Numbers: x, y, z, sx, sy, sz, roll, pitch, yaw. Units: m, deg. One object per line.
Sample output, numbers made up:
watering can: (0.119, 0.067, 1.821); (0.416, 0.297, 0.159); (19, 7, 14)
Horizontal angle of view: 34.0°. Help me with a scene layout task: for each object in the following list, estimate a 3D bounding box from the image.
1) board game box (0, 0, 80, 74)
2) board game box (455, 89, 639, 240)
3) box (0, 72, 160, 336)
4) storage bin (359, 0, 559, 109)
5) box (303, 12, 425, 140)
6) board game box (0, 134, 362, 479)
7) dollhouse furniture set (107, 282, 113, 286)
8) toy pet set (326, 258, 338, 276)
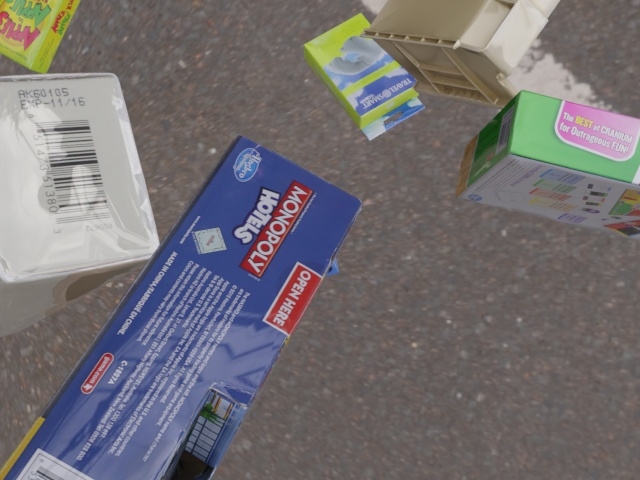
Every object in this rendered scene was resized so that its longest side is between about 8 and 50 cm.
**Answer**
board game box: (-0.391, -0.336, 1.465); (0.092, 0.043, 0.181); (29, 96, 15)
board game box: (0.320, -0.058, 1.084); (0.317, 0.242, 0.064); (13, 82, -3)
box: (-0.259, -0.009, 0.827); (0.121, 0.311, 0.147); (-10, 83, -37)
storage bin: (0.215, -0.302, 1.237); (0.123, 0.260, 0.262); (37, 85, -30)
box: (0.066, -0.248, 1.580); (0.109, 0.042, 0.178); (-31, 68, -11)
board game box: (-0.072, 0.088, 0.430); (0.060, 0.194, 0.194); (29, 56, 2)
dollhouse furniture set: (-0.331, 0.042, 1.352); (0.114, 0.091, 0.081); (40, 103, -10)
toy pet set: (0.000, 0.000, 1.832); (0.065, 0.122, 0.114); (11, 49, -25)
